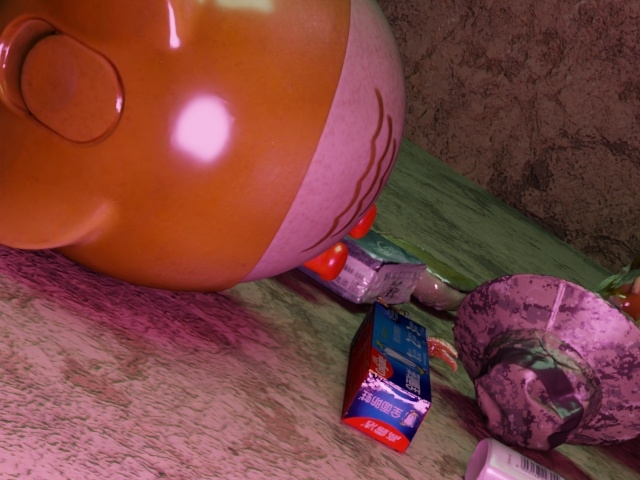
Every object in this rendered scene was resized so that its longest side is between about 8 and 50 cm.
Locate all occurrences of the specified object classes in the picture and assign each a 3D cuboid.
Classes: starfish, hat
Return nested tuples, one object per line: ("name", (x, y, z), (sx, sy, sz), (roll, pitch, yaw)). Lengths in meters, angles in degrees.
("starfish", (0.111, 0.117, 1.932), (0.130, 0.041, 0.133), (34, 2, -18))
("hat", (0.249, 0.169, 1.751), (0.266, 0.265, 0.128), (32, 42, 15))

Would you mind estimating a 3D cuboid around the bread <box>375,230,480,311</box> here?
("bread", (0.122, 0.039, 2.270), (0.232, 0.064, 0.172), (26, 10, -22))

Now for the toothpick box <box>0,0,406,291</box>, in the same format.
("toothpick box", (-0.147, -0.152, 1.560), (0.409, 0.409, 0.425), (34, 17, 26))

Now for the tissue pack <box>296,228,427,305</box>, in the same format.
("tissue pack", (0.000, 0.000, 2.093), (0.257, 0.081, 0.185), (31, 12, 21))

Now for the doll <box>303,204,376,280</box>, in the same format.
("doll", (-0.099, -0.068, 1.979), (0.336, 0.199, 0.105), (27, -27, 12))

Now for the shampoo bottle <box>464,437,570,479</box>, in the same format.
("shampoo bottle", (0.256, 0.275, 1.527), (0.227, 0.056, 0.086), (28, 11, -4))

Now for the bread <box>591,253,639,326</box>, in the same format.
("bread", (0.521, 0.166, 2.044), (0.341, 0.210, 0.300), (63, 10, 5))

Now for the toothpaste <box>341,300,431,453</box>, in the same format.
("toothpaste", (0.074, 0.142, 1.666), (0.076, 0.066, 0.320), (28, 11, -2))

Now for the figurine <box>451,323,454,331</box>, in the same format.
("figurine", (0.300, 0.161, 2.045), (0.234, 0.127, 0.185), (35, 15, -27))
